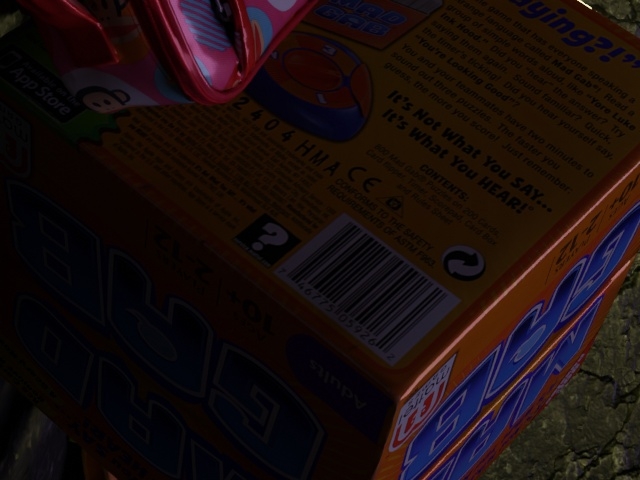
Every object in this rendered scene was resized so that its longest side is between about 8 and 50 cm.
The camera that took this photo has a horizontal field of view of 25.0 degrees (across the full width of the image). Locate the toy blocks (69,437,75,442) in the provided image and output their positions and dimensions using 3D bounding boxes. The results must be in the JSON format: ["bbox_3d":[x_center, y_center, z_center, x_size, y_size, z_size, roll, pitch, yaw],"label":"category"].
[{"bbox_3d":[-0.187,0.208,1.670,0.261,0.191,0.381,-118,-141,-78],"label":"toy blocks"}]

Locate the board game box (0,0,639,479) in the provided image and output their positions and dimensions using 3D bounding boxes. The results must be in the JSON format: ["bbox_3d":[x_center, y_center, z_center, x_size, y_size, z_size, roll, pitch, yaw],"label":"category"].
[{"bbox_3d":[0.000,0.000,1.065,0.356,0.356,0.356,-40,157,-32],"label":"board game box"}]

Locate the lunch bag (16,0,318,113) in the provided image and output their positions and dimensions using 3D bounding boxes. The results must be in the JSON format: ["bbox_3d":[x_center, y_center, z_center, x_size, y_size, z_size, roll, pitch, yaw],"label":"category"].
[{"bbox_3d":[-0.107,-0.224,0.801,0.258,0.120,0.293,-55,135,-46],"label":"lunch bag"}]

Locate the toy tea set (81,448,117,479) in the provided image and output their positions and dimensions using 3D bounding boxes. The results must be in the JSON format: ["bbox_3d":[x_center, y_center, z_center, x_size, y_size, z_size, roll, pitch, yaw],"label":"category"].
[{"bbox_3d":[-0.229,0.199,1.299,0.200,0.124,0.336,16,-65,61],"label":"toy tea set"}]

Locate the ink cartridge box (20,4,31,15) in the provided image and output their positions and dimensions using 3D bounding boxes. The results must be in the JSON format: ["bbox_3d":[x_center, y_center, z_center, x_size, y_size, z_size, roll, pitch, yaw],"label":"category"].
[{"bbox_3d":[-0.155,-0.255,1.020,0.127,0.072,0.175,-70,173,-54],"label":"ink cartridge box"}]
